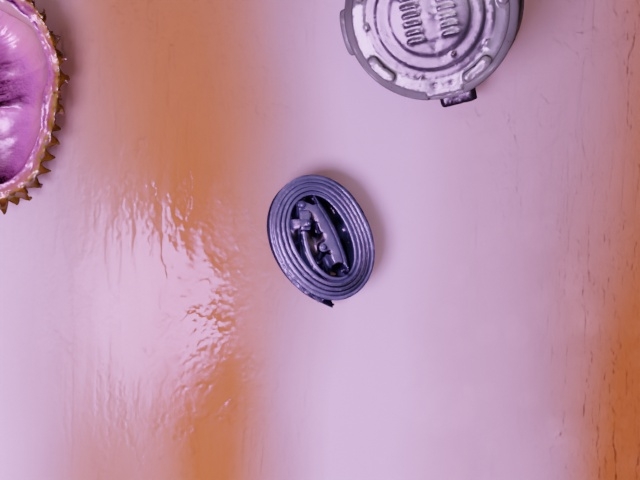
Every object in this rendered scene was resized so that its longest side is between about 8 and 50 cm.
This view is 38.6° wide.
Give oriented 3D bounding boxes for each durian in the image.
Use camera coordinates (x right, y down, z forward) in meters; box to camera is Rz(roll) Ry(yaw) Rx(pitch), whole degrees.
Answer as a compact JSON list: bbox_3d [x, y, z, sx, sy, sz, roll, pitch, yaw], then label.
[{"bbox_3d":[-0.445,-0.209,1.284,0.191,0.112,0.341,-9,101,-11],"label":"durian"}]

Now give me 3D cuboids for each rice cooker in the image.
[{"bbox_3d":[0.154,-0.315,1.241,0.241,0.227,0.281,-14,106,16],"label":"rice cooker"}]

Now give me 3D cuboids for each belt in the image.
[{"bbox_3d":[0.000,0.000,1.319,0.141,0.082,0.190,-25,93,-4],"label":"belt"}]
